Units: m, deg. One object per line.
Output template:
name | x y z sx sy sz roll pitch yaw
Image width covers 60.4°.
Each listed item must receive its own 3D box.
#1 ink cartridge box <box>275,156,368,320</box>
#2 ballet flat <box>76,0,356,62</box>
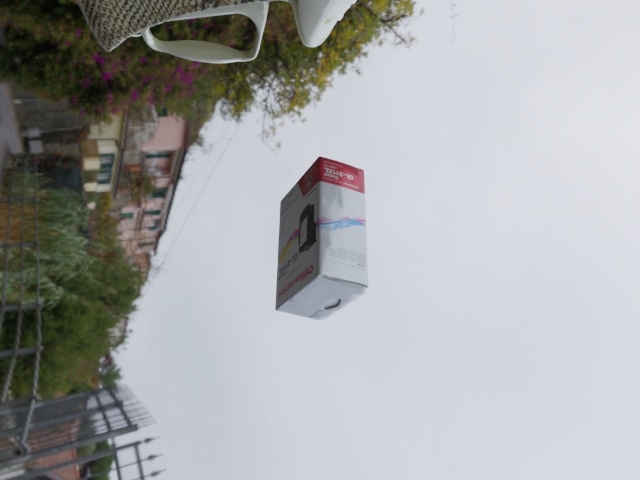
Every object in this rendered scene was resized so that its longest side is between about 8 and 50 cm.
ink cartridge box | 0.000 0.000 0.724 0.127 0.072 0.175 -43 -141 50
ballet flat | -0.093 -0.351 0.777 0.164 0.483 0.182 -106 -174 -57
